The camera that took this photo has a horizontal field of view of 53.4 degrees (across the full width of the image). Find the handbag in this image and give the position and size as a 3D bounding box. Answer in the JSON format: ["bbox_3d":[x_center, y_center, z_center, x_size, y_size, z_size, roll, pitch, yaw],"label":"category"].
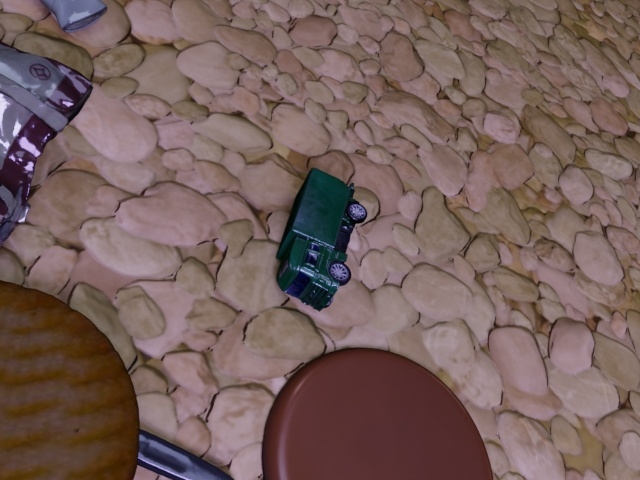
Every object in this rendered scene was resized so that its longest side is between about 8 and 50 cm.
[{"bbox_3d":[-0.350,-0.111,0.551,0.235,0.127,0.213,24,74,-4],"label":"handbag"}]

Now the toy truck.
[{"bbox_3d":[0.000,0.000,0.700,0.079,0.065,0.147,22,51,-9],"label":"toy truck"}]

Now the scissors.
[{"bbox_3d":[-0.169,0.164,0.532,0.220,0.017,0.088,28,47,-8],"label":"scissors"}]

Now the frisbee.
[{"bbox_3d":[0.064,0.217,0.614,0.251,0.021,0.251,14,52,-19],"label":"frisbee"}]

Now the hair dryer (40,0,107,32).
[{"bbox_3d":[-0.397,-0.290,0.709,0.237,0.075,0.206,-39,87,-32],"label":"hair dryer"}]

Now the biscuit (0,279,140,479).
[{"bbox_3d":[-0.284,0.137,0.424,0.318,0.040,0.318,13,38,-10],"label":"biscuit"}]
